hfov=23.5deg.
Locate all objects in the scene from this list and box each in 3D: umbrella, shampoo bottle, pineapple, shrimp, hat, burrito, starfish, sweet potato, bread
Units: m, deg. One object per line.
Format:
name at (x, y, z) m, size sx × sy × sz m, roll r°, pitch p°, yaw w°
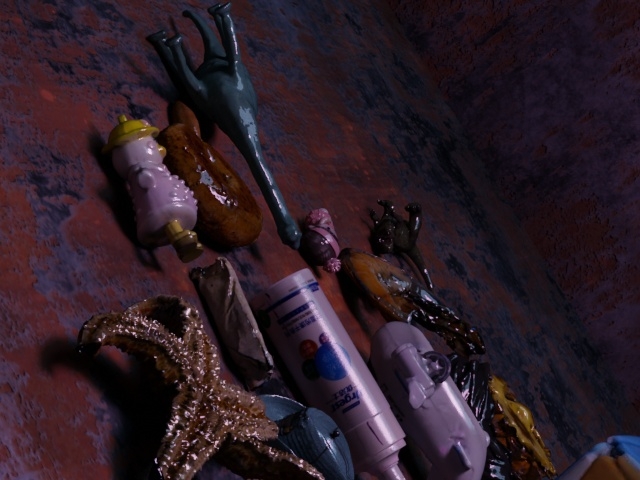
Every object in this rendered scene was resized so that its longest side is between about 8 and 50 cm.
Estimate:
umbrella at (0.240, 0.324, 2.325) m, size 0.118 × 0.118 × 0.340 m, roll 33°, pitch 35°, yaw -54°
shampoo bottle at (0.022, 0.186, 1.950) m, size 0.303 × 0.092 × 0.092 m, roll 60°, pitch 17°, yaw 8°
pineapple at (0.312, 0.320, 2.549) m, size 0.225 × 0.076 × 0.225 m, roll 52°, pitch 14°, yaw -20°
shrimp at (0.149, 0.110, 2.386) m, size 0.290 × 0.054 × 0.222 m, roll 35°, pitch 11°, yaw -12°
hat at (-0.004, 0.248, 1.783) m, size 0.191 × 0.078 × 0.138 m, roll 55°, pitch 19°, yaw -8°
burrito at (-0.102, 0.096, 1.833) m, size 0.042 × 0.051 × 0.171 m, roll 17°, pitch 42°, yaw -55°
starfish at (-0.119, 0.179, 1.544) m, size 0.312 × 0.113 × 0.303 m, roll 45°, pitch 16°, yaw -8°
sweet potato at (-0.185, -0.162, 2.099) m, size 0.034 × 0.034 × 0.095 m, roll 40°, pitch 13°, yaw -44°
bread at (-0.146, -0.068, 1.994) m, size 0.193 × 0.064 × 0.193 m, roll 49°, pitch 13°, yaw -15°

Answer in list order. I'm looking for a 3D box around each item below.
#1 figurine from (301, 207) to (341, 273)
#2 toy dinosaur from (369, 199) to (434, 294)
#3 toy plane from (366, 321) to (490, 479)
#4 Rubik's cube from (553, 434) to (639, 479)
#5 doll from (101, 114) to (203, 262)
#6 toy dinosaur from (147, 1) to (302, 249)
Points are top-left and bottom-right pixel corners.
figurine at (0.000, 0.000, 2.305) m, size 0.129 × 0.054 × 0.072 m, roll -100°, pitch 168°, yaw -68°
toy dinosaur at (0.126, 0.023, 2.672) m, size 0.187 × 0.087 × 0.178 m, roll -16°, pitch 111°, yaw -57°
toy plane at (0.147, 0.235, 2.160) m, size 0.266 × 0.123 × 0.267 m, roll 64°, pitch -1°, yaw 3°
Rubik's cube at (0.402, 0.478, 1.944) m, size 0.352 × 0.347 × 0.351 m, roll 47°, pitch 13°, yaw 22°
doll at (-0.198, -0.064, 1.804) m, size 0.207 × 0.081 × 0.129 m, roll 63°, pitch -2°, yaw 25°
toy dinosaur at (-0.118, -0.167, 2.200) m, size 0.383 × 0.129 × 0.330 m, roll -113°, pitch 178°, yaw -76°
